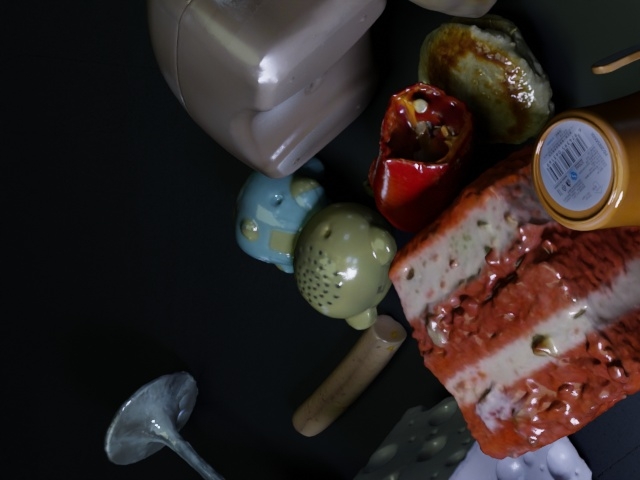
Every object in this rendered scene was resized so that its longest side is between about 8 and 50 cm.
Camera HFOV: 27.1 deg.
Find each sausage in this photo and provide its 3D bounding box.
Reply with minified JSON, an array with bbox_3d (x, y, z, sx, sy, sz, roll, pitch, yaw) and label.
[{"bbox_3d":[0.038,0.220,2.072,0.066,0.066,0.301,49,136,14],"label":"sausage"}]

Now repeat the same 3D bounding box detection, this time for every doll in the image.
[{"bbox_3d":[0.000,0.000,1.933,0.261,0.161,0.177,37,129,28],"label":"doll"}]

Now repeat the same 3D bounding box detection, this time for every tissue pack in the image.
[{"bbox_3d":[-0.081,-0.277,1.726,0.277,0.267,0.387,42,168,14],"label":"tissue pack"}]

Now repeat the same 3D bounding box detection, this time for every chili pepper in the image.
[{"bbox_3d":[0.129,-0.078,1.767,0.131,0.134,0.338,8,160,-1],"label":"chili pepper"}]

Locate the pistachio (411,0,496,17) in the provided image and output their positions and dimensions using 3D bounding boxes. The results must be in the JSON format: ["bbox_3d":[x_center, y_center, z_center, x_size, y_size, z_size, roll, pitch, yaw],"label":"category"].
[{"bbox_3d":[0.126,-0.385,1.644,0.288,0.166,0.197,46,161,31],"label":"pistachio"}]

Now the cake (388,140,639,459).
[{"bbox_3d":[0.277,0.064,1.633,0.319,0.270,0.269,57,136,8],"label":"cake"}]

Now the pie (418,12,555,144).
[{"bbox_3d":[0.204,-0.200,1.698,0.205,0.084,0.179,5,118,56],"label":"pie"}]

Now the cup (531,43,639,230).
[{"bbox_3d":[0.367,-0.114,1.485,0.182,0.264,0.226,5,102,50],"label":"cup"}]

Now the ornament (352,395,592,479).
[{"bbox_3d":[0.209,0.369,1.825,0.240,0.239,0.239,-25,104,46],"label":"ornament"}]

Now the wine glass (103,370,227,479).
[{"bbox_3d":[-0.163,0.414,2.219,0.406,0.267,0.267,39,131,27],"label":"wine glass"}]
